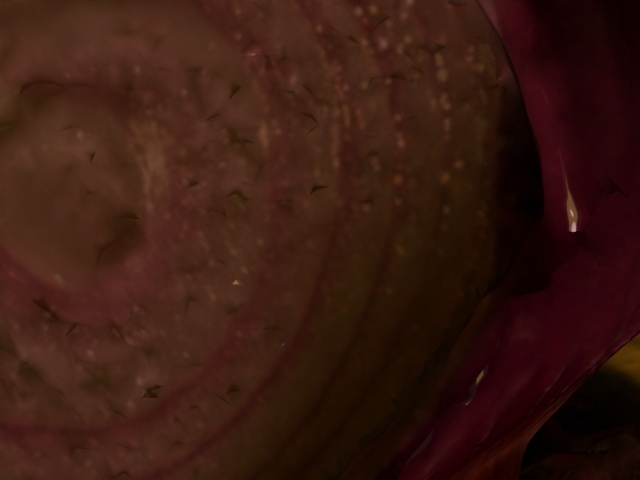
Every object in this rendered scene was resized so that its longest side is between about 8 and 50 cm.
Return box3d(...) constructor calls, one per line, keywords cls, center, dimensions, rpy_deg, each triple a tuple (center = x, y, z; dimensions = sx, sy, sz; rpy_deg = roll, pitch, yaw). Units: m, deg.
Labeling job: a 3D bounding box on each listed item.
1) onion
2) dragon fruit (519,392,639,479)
box3d(cls="onion", center=(-0.010, -0.009, 0.400), dimensions=(0.200, 0.200, 0.207), rpy_deg=(8, 112, -24))
box3d(cls="dragon fruit", center=(0.046, 0.232, 0.777), dimensions=(0.263, 0.296, 0.314), rpy_deg=(-16, 144, 30))
